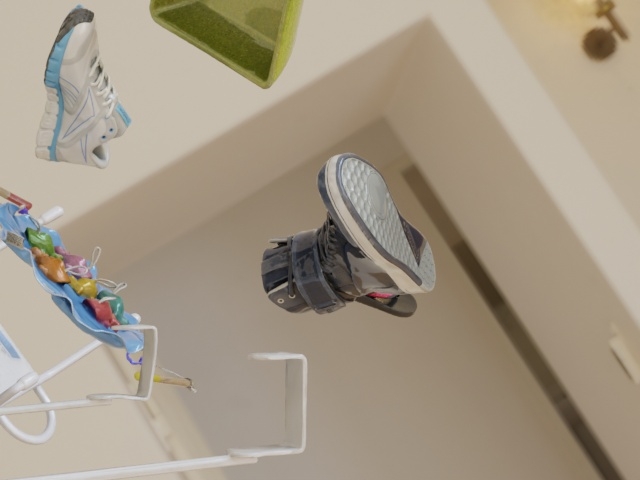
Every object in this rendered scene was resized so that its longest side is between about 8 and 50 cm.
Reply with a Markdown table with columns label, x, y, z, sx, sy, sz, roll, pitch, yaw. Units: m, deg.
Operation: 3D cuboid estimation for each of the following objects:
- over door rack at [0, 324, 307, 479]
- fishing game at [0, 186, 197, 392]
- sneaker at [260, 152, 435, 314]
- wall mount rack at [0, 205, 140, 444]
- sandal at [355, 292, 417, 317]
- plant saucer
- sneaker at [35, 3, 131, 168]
| label | x | y | z | sx | sy | sz | roll | pitch | yaw |
| --- | --- | --- | --- | --- | --- | --- | --- | --- | --- |
| over door rack | -0.191 | 0.139 | 0.639 | 0.324 | 0.108 | 0.239 | -14 | 8 | -31 |
| fishing game | -0.212 | 0.027 | 0.990 | 0.041 | 0.264 | 0.189 | -45 | -20 | 1 |
| sneaker | 0.000 | 0.002 | 1.084 | 0.163 | 0.086 | 0.226 | -8 | -31 | 21 |
| wall mount rack | -0.425 | 0.098 | 1.593 | 0.130 | 0.350 | 0.304 | -35 | 0 | 22 |
| sandal | 0.069 | 0.060 | 1.459 | 0.179 | 0.067 | 0.040 | 18 | -73 | -43 |
| plant saucer | -0.066 | -0.251 | 0.973 | 0.045 | 0.188 | 0.188 | -9 | -56 | -42 |
| sneaker | -0.214 | -0.139 | 1.058 | 0.191 | 0.082 | 0.071 | 112 | 177 | -51 |
